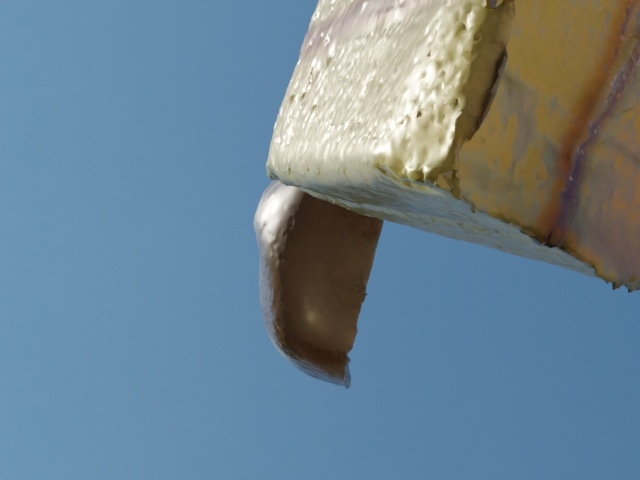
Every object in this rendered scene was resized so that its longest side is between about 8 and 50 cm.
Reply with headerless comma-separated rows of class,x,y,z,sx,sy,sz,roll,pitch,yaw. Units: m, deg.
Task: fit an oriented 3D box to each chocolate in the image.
chocolate,-0.002,0.001,1.054,0.080,0.254,0.157,13,-85,1

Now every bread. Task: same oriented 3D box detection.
bread,0.034,-0.093,0.725,0.264,0.163,0.168,14,-97,44
